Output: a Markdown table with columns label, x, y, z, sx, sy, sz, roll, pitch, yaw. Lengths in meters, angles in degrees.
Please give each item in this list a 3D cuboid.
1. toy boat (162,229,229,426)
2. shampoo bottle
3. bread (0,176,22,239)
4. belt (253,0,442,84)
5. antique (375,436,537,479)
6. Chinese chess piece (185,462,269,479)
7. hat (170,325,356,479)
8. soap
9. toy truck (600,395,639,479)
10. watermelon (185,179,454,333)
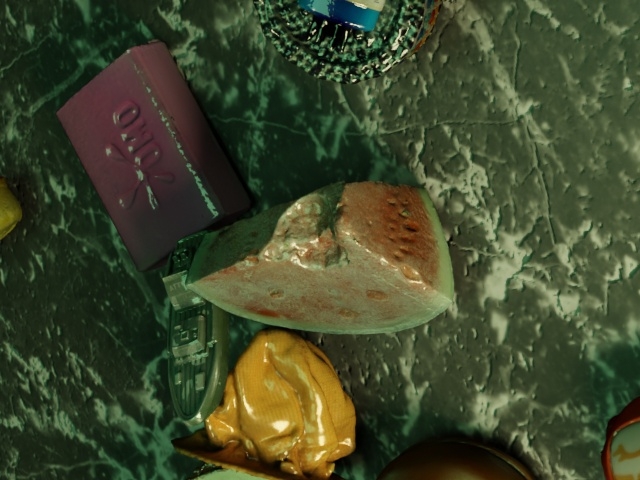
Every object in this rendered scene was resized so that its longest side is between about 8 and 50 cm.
| label | x | y | z | sx | sy | sz | roll | pitch | yaw |
| --- | --- | --- | --- | --- | --- | --- | --- | --- | --- |
| toy boat | -0.154 | 0.104 | 1.561 | 0.078 | 0.085 | 0.260 | -19 | 55 | 26 |
| shampoo bottle | 0.034 | -0.284 | 1.322 | 0.087 | 0.050 | 0.183 | 19 | 105 | -5 |
| bread | -0.501 | -0.032 | 1.871 | 0.156 | 0.125 | 0.086 | -36 | 91 | 36 |
| belt | 0.030 | -0.326 | 1.426 | 0.207 | 0.160 | 0.295 | -7 | 100 | 14 |
| antique | 0.154 | 0.354 | 1.547 | 0.278 | 0.129 | 0.223 | -7 | 101 | 36 |
| Chinese chess piece | -0.103 | 0.400 | 1.703 | 0.238 | 0.092 | 0.237 | -1 | 86 | 15 |
| hat | -0.052 | 0.174 | 1.633 | 0.234 | 0.244 | 0.233 | 14 | 88 | -8 |
| soap | -0.224 | -0.110 | 1.695 | 0.181 | 0.081 | 0.259 | -31 | 85 | 35 |
| toy truck | 0.382 | 0.290 | 1.315 | 0.189 | 0.239 | 0.264 | -17 | 92 | 34 |
| watermelon | 0.000 | 0.000 | 1.505 | 0.318 | 0.226 | 0.148 | 3 | 63 | 9 |
